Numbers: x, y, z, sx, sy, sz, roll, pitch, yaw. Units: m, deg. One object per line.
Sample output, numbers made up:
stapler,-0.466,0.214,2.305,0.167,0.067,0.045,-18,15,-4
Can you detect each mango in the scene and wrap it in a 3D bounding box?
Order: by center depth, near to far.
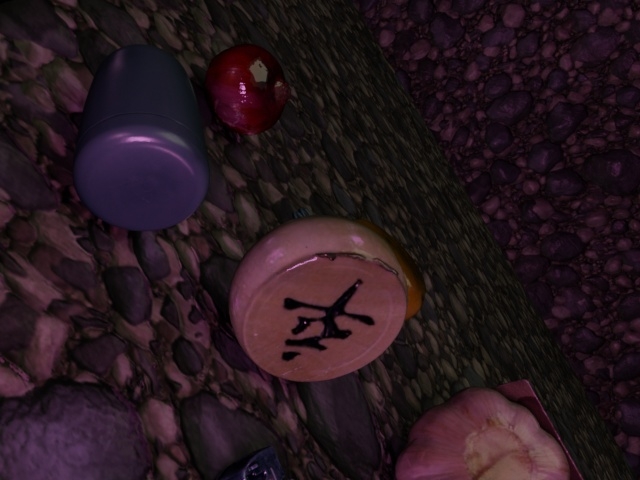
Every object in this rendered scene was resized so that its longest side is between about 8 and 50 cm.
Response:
mango,0.096,0.043,1.078,0.137,0.098,0.195,14,44,-56

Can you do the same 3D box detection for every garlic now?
garlic,0.194,0.318,0.875,0.212,0.219,0.218,102,-26,-57

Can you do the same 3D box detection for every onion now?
onion,-0.103,-0.213,0.951,0.131,0.131,0.131,47,24,-28

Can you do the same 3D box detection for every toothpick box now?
toothpick box,-0.173,-0.108,0.658,0.120,0.120,0.184,40,24,-39

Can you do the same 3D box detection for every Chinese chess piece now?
Chinese chess piece,-0.001,0.064,0.704,0.188,0.188,0.083,43,14,-36

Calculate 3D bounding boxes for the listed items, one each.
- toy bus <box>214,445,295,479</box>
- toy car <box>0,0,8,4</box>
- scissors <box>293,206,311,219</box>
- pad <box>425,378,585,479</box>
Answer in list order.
toy bus,-0.034,0.261,0.564,0.065,0.047,0.165,-3,64,-62
toy car,-0.358,-0.238,0.430,0.193,0.118,0.301,55,21,15
scissors,0.000,0.000,1.034,0.119,0.014,0.058,54,22,-2
pad,0.288,0.365,0.935,0.004,0.220,0.330,-21,78,-39
